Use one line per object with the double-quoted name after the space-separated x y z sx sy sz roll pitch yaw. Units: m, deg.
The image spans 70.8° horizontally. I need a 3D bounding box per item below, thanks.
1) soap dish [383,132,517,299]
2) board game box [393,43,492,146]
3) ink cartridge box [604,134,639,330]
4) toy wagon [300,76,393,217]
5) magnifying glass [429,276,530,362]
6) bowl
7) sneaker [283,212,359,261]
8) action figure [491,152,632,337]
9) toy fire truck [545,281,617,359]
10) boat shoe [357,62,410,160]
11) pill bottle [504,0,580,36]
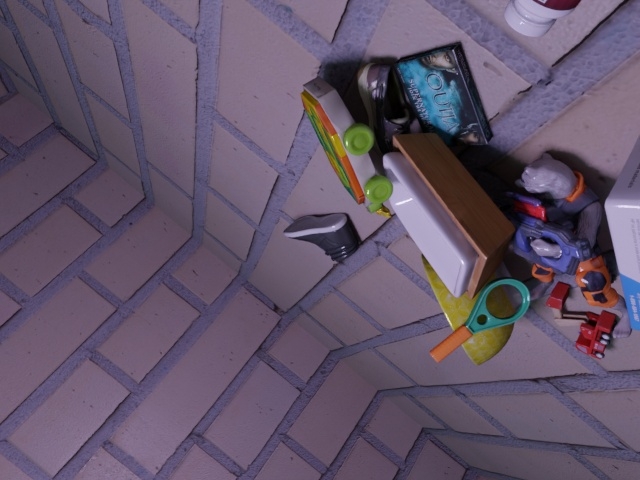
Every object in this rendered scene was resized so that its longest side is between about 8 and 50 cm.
0.240 -0.050 0.868 0.290 0.118 0.229 61 179 27 "soap dish"
0.222 -0.252 0.814 0.126 0.026 0.186 8 140 49 "board game box"
0.614 0.015 0.551 0.395 0.166 0.285 10 142 49 "ink cartridge box"
0.065 -0.171 0.957 0.344 0.068 0.267 62 180 -36 "toy wagon"
0.316 0.163 0.903 0.092 0.231 0.026 47 -170 -5 "magnifying glass"
0.368 0.122 1.041 0.156 0.289 0.289 -29 117 17 "bowl"
0.000 0.000 1.437 0.296 0.104 0.146 -2 127 49 "sneaker"
0.428 -0.015 0.842 0.330 0.179 0.341 62 177 -28 "action figure"
0.582 0.184 1.014 0.135 0.047 0.192 21 150 35 "toy fire truck"
0.139 -0.239 0.886 0.074 0.080 0.223 19 144 47 "boat shoe"
0.287 -0.326 0.533 0.086 0.086 0.152 36 155 8 "pill bottle"
